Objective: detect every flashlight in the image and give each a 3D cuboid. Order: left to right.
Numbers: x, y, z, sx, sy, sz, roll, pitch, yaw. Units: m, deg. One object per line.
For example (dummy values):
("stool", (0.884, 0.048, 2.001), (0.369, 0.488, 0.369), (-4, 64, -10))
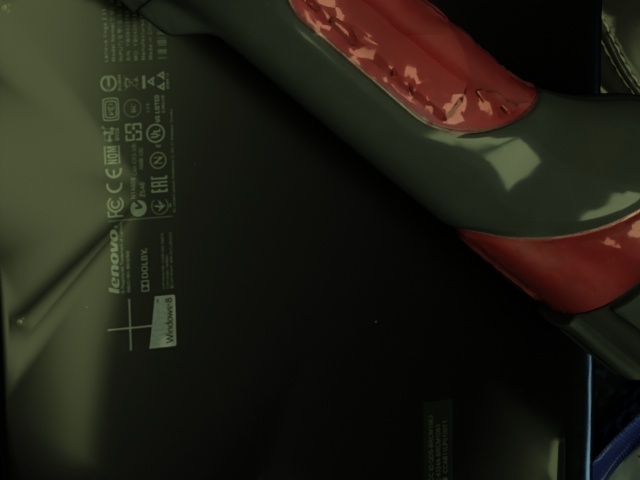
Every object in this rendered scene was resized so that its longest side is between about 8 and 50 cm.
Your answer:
("flashlight", (0.043, -0.070, 0.704), (0.304, 0.103, 0.103), (40, 59, -22))

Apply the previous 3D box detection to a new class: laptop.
("laptop", (-0.111, -0.053, 0.829), (0.408, 0.236, 0.382), (-5, 103, -20))

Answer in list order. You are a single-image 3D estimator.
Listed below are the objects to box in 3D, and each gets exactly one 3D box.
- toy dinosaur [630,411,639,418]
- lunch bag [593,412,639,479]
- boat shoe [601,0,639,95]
("toy dinosaur", (0.290, 0.111, 1.168), (0.183, 0.053, 0.092), (23, 92, -20))
("lunch bag", (0.353, 0.187, 1.081), (0.385, 0.239, 0.328), (-37, 122, 19))
("boat shoe", (0.162, -0.194, 1.056), (0.103, 0.092, 0.285), (-22, 103, -12))
